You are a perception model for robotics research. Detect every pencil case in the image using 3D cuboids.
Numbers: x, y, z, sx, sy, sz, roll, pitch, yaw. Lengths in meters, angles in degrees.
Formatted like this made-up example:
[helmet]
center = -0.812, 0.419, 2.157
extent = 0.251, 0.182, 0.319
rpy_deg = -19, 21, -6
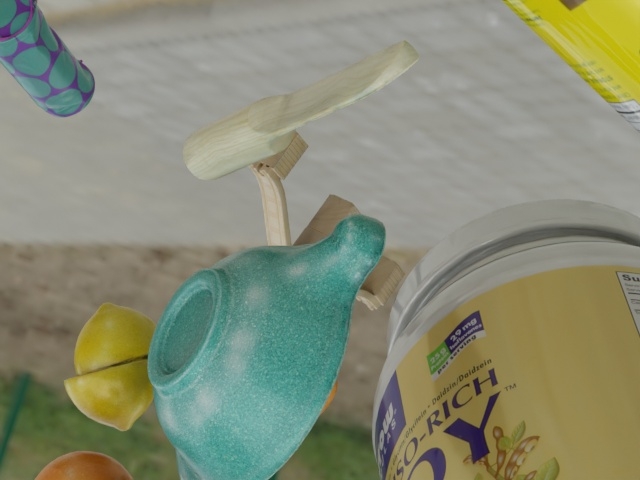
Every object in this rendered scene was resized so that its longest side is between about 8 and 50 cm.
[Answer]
[pencil case]
center = -0.271, -0.181, 1.786
extent = 0.065, 0.070, 0.151
rpy_deg = -4, 152, 17

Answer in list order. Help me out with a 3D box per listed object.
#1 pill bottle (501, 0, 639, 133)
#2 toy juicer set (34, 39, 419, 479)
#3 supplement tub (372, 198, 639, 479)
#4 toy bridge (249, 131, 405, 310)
[pill bottle]
center = 0.173, -0.095, 0.814
extent = 0.215, 0.117, 0.117
rpy_deg = 41, 159, -15
[toy juicer set]
center = -0.048, 0.054, 0.962
extent = 0.089, 0.329, 0.209
rpy_deg = 27, 176, -26
[supplement tub]
center = 0.157, 0.150, 1.065
extent = 0.241, 0.241, 0.331
rpy_deg = 22, -151, -20
[toy bridge]
center = 0.000, 0.000, 1.248
extent = 0.026, 0.063, 0.188
rpy_deg = 25, 163, 37
